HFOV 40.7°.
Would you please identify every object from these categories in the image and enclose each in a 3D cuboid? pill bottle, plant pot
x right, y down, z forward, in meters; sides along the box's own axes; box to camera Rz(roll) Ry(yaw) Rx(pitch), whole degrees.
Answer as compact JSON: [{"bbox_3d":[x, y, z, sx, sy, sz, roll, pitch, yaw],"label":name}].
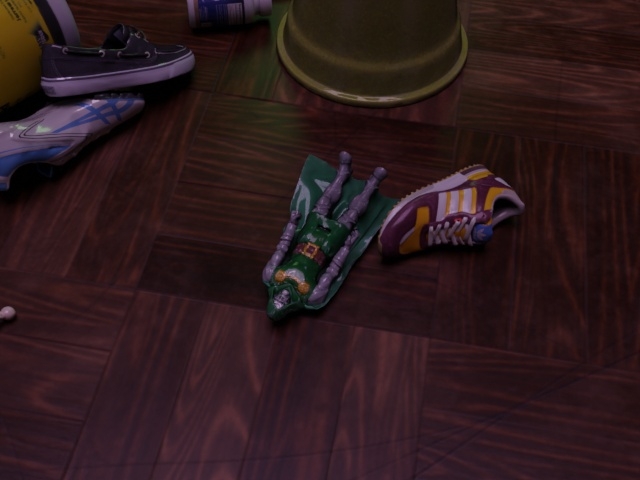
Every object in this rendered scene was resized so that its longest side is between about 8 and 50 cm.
[{"bbox_3d":[-0.479,-0.215,1.057,0.188,0.188,0.334,35,59,24],"label":"pill bottle"},{"bbox_3d":[0.076,-0.364,1.149,0.276,0.254,0.276,0,51,0],"label":"plant pot"},{"bbox_3d":[-0.132,-0.345,1.247,0.120,0.067,0.067,-7,52,-7],"label":"pill bottle"}]

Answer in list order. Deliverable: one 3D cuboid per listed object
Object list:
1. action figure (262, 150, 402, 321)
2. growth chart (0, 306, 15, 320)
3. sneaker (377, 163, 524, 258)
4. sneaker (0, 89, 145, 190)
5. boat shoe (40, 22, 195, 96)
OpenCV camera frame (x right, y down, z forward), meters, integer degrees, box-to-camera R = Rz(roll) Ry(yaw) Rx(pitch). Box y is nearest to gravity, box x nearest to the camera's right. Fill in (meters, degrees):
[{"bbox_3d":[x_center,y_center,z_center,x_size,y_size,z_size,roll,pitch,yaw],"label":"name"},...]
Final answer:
[{"bbox_3d":[0.000,0.000,0.983,0.137,0.063,0.232,22,58,12],"label":"action figure"},{"bbox_3d":[-0.467,0.041,0.916,0.237,0.021,0.172,33,27,23],"label":"growth chart"},{"bbox_3d":[0.152,-0.023,0.995,0.185,0.069,0.084,-31,53,-23],"label":"sneaker"},{"bbox_3d":[-0.320,-0.132,1.077,0.085,0.086,0.237,12,33,44],"label":"sneaker"},{"bbox_3d":[-0.258,-0.241,1.113,0.228,0.076,0.080,-21,27,-39],"label":"boat shoe"}]
